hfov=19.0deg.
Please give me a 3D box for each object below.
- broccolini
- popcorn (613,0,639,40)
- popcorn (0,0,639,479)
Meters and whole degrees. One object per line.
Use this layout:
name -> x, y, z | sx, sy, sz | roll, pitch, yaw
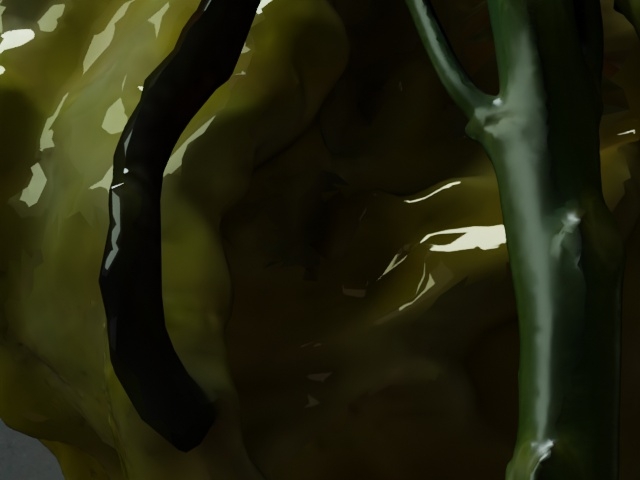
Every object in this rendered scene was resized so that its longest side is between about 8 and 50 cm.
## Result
broccolini -> 0.039, -0.008, 0.517 | 0.074, 0.079, 0.392 | -21, 57, 43
popcorn -> 0.177, -0.079, 0.537 | 0.169, 0.218, 0.189 | 5, 74, 34
popcorn -> 0.000, 0.000, 0.697 | 0.349, 0.349, 0.381 | -58, -10, 11
